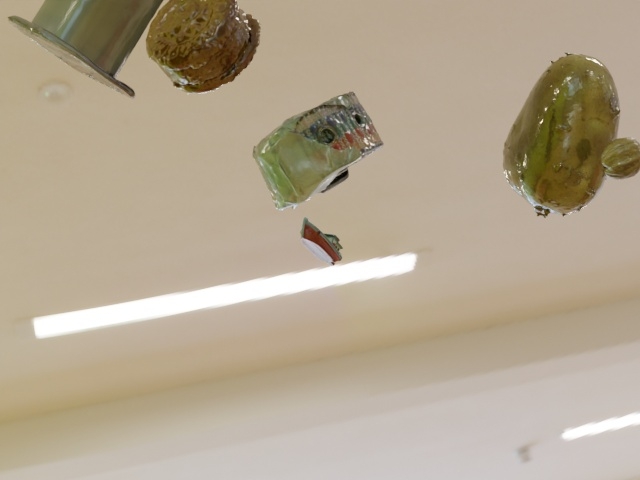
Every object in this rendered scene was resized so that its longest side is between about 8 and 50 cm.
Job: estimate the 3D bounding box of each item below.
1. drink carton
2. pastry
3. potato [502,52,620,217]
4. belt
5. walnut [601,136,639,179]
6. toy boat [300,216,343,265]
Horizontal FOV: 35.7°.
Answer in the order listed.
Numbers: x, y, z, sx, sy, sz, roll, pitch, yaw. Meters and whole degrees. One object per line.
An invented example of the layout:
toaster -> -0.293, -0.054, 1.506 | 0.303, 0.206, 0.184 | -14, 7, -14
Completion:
drink carton -> -0.344, -0.354, 1.535 | 0.190, 0.185, 0.191 | -56, -39, 0
pastry -> -0.202, -0.346, 1.701 | 0.188, 0.189, 0.103 | -27, -40, 14
potato -> 0.545, -0.231, 2.214 | 0.219, 0.270, 0.359 | 2, -57, -21
belt -> -0.003, -0.167, 1.802 | 0.207, 0.150, 0.257 | -30, 2, 37
walnut -> 0.615, -0.166, 2.020 | 0.092, 0.092, 0.092 | -13, -32, -8
toy boat -> 0.000, 0.000, 2.499 | 0.069, 0.059, 0.173 | 7, -26, 40
